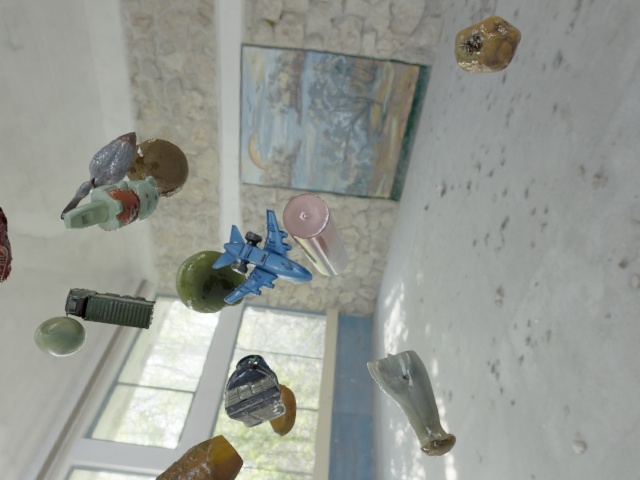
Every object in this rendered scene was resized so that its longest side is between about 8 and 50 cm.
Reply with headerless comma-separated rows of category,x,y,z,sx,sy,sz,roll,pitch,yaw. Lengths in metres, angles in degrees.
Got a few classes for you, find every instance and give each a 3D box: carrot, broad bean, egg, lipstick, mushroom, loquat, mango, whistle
carrot,-0.284,0.492,0.910,0.302,0.114,0.114,-36,-23,-25
broad bean,-0.393,0.158,1.786,0.119,0.291,0.238,29,89,49
egg,-0.744,0.274,1.400,0.152,0.114,0.114,48,-132,-69
lipstick,0.000,0.000,1.019,0.327,0.087,0.087,58,-142,-72
mushroom,0.280,0.486,1.476,0.122,0.159,0.328,17,-137,-57
loquat,0.339,-0.401,1.008,0.137,0.137,0.112,-84,-7,-63
mango,-0.131,0.551,1.616,0.165,0.115,0.089,57,-175,38
whistle,-0.448,-0.078,1.087,0.253,0.106,0.101,-30,-72,-55

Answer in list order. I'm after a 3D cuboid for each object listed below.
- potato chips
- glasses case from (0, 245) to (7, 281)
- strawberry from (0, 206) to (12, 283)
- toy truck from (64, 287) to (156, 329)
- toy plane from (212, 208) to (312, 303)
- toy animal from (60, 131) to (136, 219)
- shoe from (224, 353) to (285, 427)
potato chips,-0.515,-0.223,1.573,0.062,0.195,0.208,34,146,49
glasses case,-0.805,0.104,1.173,0.049,0.073,0.194,23,-109,-47
strawberry,-0.940,0.017,1.338,0.244,0.205,0.205,56,-176,-6
toy truck,-0.654,0.210,1.526,0.121,0.259,0.088,-166,87,-77
toy plane,-0.138,0.046,1.173,0.105,0.271,0.254,38,-108,-52
toy animal,-0.566,-0.185,1.302,0.195,0.091,0.324,-52,19,19
shoe,-0.116,0.245,0.824,0.207,0.092,0.106,86,162,-62
